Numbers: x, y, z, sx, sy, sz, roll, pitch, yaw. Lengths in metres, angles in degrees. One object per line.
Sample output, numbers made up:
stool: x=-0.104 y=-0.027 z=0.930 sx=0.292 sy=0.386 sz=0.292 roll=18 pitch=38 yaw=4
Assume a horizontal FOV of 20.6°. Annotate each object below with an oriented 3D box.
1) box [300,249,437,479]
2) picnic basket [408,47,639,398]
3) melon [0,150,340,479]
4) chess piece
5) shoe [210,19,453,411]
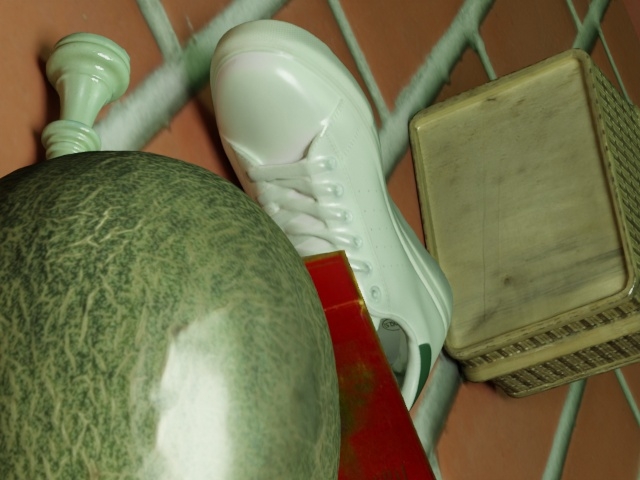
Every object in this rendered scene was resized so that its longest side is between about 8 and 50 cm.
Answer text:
box: x=-0.008 y=0.172 z=1.250 sx=0.197 sy=0.089 sz=0.313 roll=-11 pitch=77 yaw=-55
picnic basket: x=0.241 y=-0.005 z=1.857 sx=0.175 sy=0.228 sz=0.312 roll=35 pitch=41 yaw=-51
melon: x=-0.111 y=0.107 z=0.940 sx=0.248 sy=0.249 sz=0.329 roll=37 pitch=44 yaw=-54
chess piece: x=-0.167 y=-0.069 z=1.196 sx=0.059 sy=0.059 sz=0.149 roll=48 pitch=36 yaw=-43
shoe: x=0.000 y=0.000 z=1.438 sx=0.363 sy=0.132 sz=0.160 roll=60 pitch=29 yaw=-34
